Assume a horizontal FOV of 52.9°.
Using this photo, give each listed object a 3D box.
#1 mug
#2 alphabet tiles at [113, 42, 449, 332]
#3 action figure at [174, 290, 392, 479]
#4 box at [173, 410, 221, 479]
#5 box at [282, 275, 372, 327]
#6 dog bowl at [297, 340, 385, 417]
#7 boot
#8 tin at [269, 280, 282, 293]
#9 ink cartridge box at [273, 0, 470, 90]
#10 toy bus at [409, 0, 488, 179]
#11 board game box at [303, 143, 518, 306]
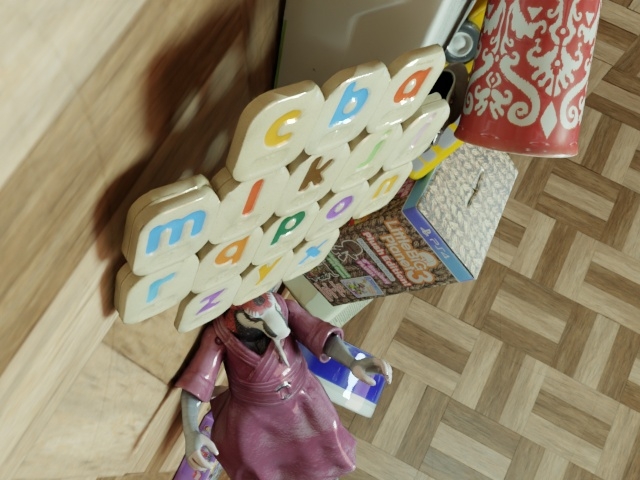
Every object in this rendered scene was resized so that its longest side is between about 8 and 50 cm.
[{"bbox_3d":[0.181,-0.175,0.591,0.113,0.150,0.169,-7,114,-31],"label":"mug"},{"bbox_3d":[-0.022,-0.030,0.493,0.284,0.021,0.278,-25,159,-34],"label":"alphabet tiles"},{"bbox_3d":[-0.058,0.164,0.837,0.276,0.248,0.370,-112,-168,-54],"label":"action figure"},{"bbox_3d":[-0.226,0.440,1.220,0.293,0.057,0.201,-63,173,6],"label":"box"},{"bbox_3d":[0.088,0.034,1.241,0.311,0.121,0.148,-40,162,-8],"label":"box"},{"bbox_3d":[-0.002,0.238,1.243,0.265,0.264,0.104,86,29,-78],"label":"dog bowl"},{"bbox_3d":[0.115,-0.136,0.605,0.087,0.042,0.118,70,42,-75],"label":"boot"},{"bbox_3d":[-0.067,0.026,0.885,0.106,0.040,0.190,-61,175,-55],"label":"tin"},{"bbox_3d":[0.097,-0.270,0.583,0.353,0.119,0.207,-58,174,-30],"label":"ink cartridge box"},{"bbox_3d":[0.149,-0.192,0.806,0.332,0.130,0.108,-40,-158,31],"label":"toy bus"},{"bbox_3d":[0.119,-0.045,0.995,0.291,0.141,0.232,-17,-147,47],"label":"board game box"}]
